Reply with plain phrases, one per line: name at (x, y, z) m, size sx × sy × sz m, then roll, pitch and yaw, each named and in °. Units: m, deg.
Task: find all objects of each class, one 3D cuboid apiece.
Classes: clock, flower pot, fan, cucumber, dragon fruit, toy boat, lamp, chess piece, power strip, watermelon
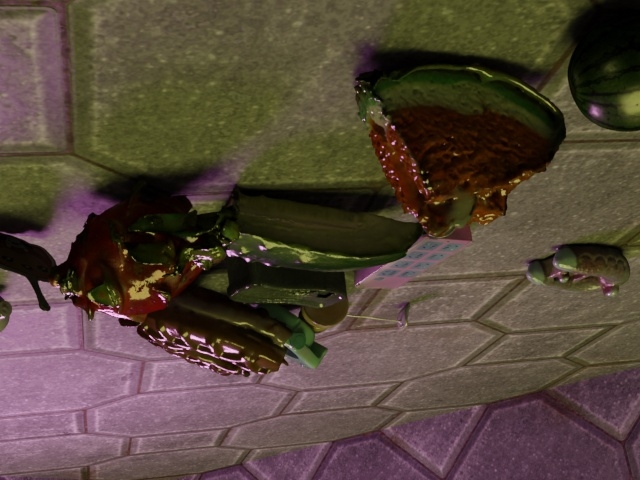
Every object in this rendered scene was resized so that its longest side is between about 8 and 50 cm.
clock at (-0.081, 0.183, 1.950) m, size 0.159 × 0.066 × 0.211 m, roll 25°, pitch 163°, yaw 28°
flower pot at (-0.059, 0.051, 1.652) m, size 0.229 × 0.108 × 0.103 m, roll 8°, pitch 154°, yaw -35°
fan at (-0.432, 0.044, 1.402) m, size 0.132 × 0.220 × 0.009 m, roll 19°, pitch 107°, yaw -38°
cucumber at (-0.001, 0.003, 1.504) m, size 0.325 × 0.105 × 0.145 m, roll 7°, pitch 156°, yaw -19°
dragon fruit at (-0.253, 0.018, 1.369) m, size 0.269 × 0.198 × 0.200 m, roll -13°, pitch -165°, yaw 42°
toy boat at (0.543, 0.074, 1.968) m, size 0.227 × 0.085 × 0.155 m, roll 5°, pitch 154°, yaw -31°
lamp at (0.101, 0.156, 2.103) m, size 0.198 × 0.056 × 0.050 m, roll 9°, pitch 156°, yaw -14°
chess piece at (-0.005, 0.146, 1.964) m, size 0.094 × 0.094 × 0.170 m, roll -3°, pitch 166°, yaw -13°
power strip at (0.167, 0.030, 1.778) m, size 0.109 × 0.037 × 0.279 m, roll 3°, pitch 156°, yaw -29°
watermelon at (0.388, -0.206, 1.125) m, size 0.187 × 0.140 × 0.140 m, roll -19°, pitch 159°, yaw -2°

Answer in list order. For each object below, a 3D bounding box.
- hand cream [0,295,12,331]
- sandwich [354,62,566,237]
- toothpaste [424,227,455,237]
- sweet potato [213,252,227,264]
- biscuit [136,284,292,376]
hand cream at (-0.684, 0.153, 1.760) m, size 0.341 × 0.077 × 0.124 m, roll -13°, pitch 161°, yaw 35°
sandwich at (0.172, -0.119, 1.197) m, size 0.292 × 0.212 × 0.109 m, roll -13°, pitch 178°, yaw -26°
toothpaste at (0.172, -0.089, 1.469) m, size 0.096 × 0.061 × 0.266 m, roll -10°, pitch 152°, yaw 8°
sweet potato at (-0.257, 0.012, 1.548) m, size 0.233 × 0.062 × 0.081 m, roll -4°, pitch 144°, yaw -2°
biscuit at (-0.208, 0.170, 1.784) m, size 0.268 × 0.115 × 0.366 m, roll 24°, pitch 162°, yaw -12°
